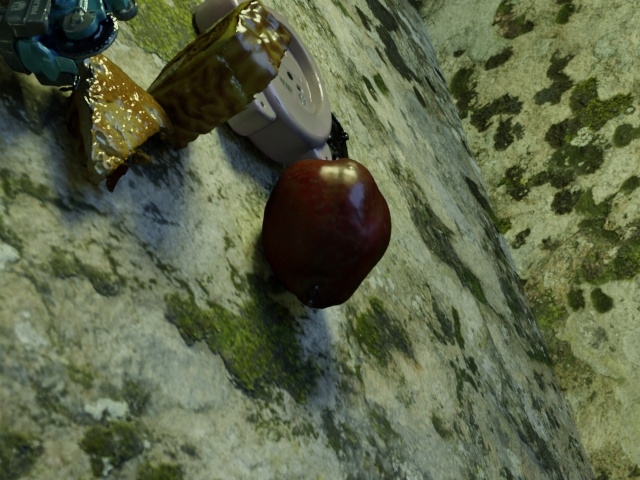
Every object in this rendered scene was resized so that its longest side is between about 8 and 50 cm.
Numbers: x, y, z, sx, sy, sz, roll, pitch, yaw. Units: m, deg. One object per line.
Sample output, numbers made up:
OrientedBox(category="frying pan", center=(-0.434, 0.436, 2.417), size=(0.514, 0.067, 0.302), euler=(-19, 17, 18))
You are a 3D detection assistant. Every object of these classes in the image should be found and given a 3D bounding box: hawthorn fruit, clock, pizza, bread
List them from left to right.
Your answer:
OrientedBox(category="pizza", center=(-0.256, -0.130, 0.907), size=(0.154, 0.069, 0.194), euler=(44, 34, -36))
OrientedBox(category="bread", center=(-0.151, -0.228, 1.049), size=(0.096, 0.222, 0.181), euler=(47, 36, -23))
OrientedBox(category="clock", center=(-0.090, -0.282, 1.380), size=(0.295, 0.113, 0.322), euler=(35, 36, -47))
OrientedBox(category="hawthorn fruit", center=(0.000, 0.000, 1.146), size=(0.208, 0.208, 0.248), euler=(44, 48, -36))

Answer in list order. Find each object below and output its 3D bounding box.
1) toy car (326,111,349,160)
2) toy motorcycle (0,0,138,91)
OrientedBox(category="toy car", center=(0.016, -0.204, 1.574), size=(0.103, 0.063, 0.216), euler=(47, 21, -32))
OrientedBox(category="toy motorcycle", center=(-0.308, -0.297, 0.874), size=(0.123, 0.182, 0.272), euler=(82, 8, -58))
